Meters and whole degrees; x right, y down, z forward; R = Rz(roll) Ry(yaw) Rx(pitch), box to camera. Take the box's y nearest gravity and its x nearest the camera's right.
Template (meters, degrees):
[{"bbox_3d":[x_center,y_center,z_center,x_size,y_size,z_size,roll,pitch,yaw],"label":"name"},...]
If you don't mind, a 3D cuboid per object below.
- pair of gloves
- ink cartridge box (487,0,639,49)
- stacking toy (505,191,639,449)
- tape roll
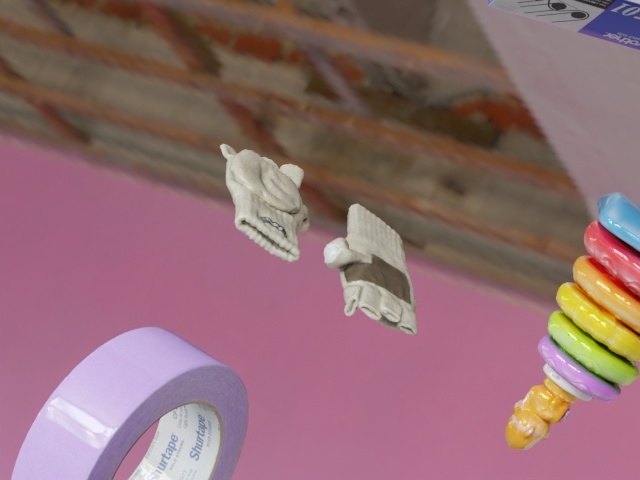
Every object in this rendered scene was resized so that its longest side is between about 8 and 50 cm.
[{"bbox_3d":[0.000,0.000,1.677,0.240,0.042,0.204,32,22,-23],"label":"pair of gloves"},{"bbox_3d":[0.301,-0.272,1.871,0.207,0.046,0.097,13,-20,-17],"label":"ink cartridge box"},{"bbox_3d":[0.299,0.112,1.831,0.166,0.302,0.175,35,11,2],"label":"stacking toy"},{"bbox_3d":[-0.196,0.232,1.757,0.090,0.275,0.275,28,-14,28],"label":"tape roll"}]
